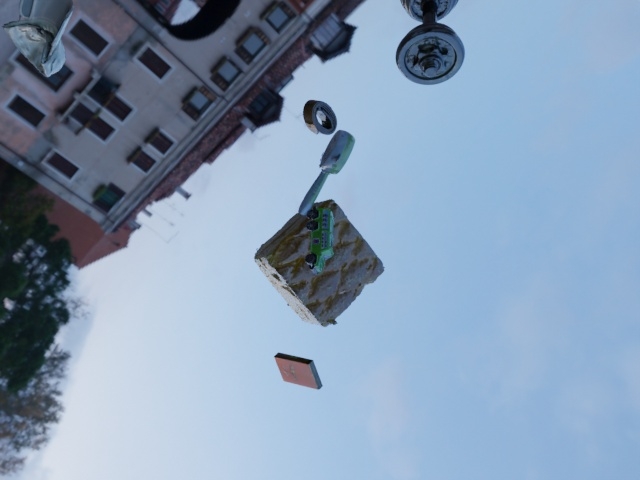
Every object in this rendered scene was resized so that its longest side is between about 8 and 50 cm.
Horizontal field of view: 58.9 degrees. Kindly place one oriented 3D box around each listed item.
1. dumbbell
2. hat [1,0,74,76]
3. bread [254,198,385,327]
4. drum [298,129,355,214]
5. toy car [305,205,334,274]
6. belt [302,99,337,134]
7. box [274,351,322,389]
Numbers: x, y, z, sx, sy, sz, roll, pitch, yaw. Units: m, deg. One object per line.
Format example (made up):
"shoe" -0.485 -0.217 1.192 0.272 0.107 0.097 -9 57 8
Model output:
"dumbbell" 0.296 -0.587 1.529 0.179 0.179 0.406 -24 -135 38
"hat" -0.796 -0.615 1.669 0.226 0.164 0.219 -45 -107 -2
"bread" -0.011 0.065 1.663 0.279 0.279 0.207 -45 -165 -15
"drum" 0.011 -0.187 1.506 0.253 0.049 0.130 -53 -163 40
"toy car" 0.000 0.000 1.385 0.062 0.071 0.165 -2 -112 10
"belt" -0.003 -0.249 1.154 0.036 0.083 0.059 22 -104 42
"box" -0.062 0.359 1.557 0.133 0.090 0.023 3 -152 39
